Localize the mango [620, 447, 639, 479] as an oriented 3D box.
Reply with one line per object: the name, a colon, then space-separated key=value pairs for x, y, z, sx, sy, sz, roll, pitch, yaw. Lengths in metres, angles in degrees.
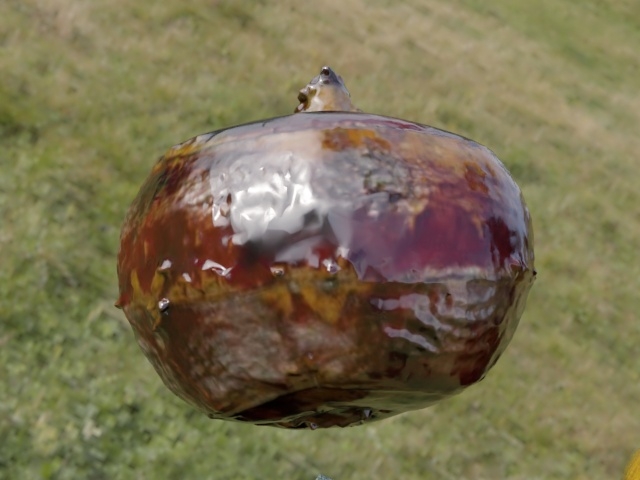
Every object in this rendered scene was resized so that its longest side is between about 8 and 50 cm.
mango: x=0.304 y=0.243 z=1.256 sx=0.120 sy=0.177 sz=0.295 roll=16 pitch=-5 yaw=-10

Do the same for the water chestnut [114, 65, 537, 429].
water chestnut: x=0.000 y=0.000 z=1.223 sx=0.350 sy=0.350 sz=0.302 roll=11 pitch=70 yaw=-40

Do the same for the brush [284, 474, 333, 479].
brush: x=-0.003 y=0.222 z=1.352 sx=0.083 sy=0.021 sz=0.019 roll=24 pitch=9 yaw=-47
